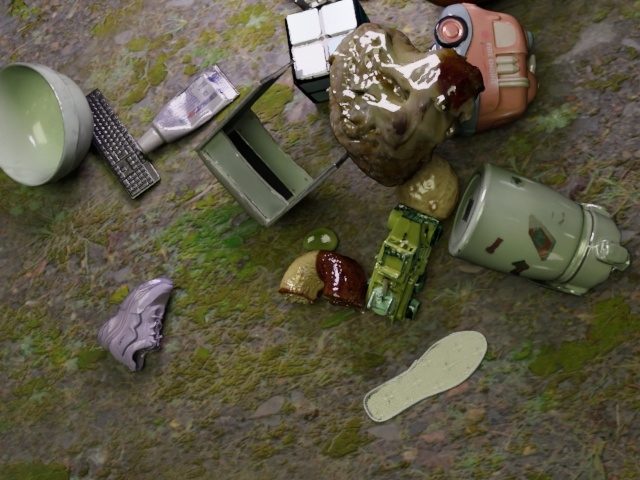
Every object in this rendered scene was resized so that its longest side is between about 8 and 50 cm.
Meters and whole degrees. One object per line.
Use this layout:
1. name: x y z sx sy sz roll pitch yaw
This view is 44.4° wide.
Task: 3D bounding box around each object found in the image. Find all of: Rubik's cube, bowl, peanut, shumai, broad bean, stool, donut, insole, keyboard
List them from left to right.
1. bowl: -0.691 -0.293 1.979 0.307 0.163 0.307 7 103 32
2. keyboard: -0.526 -0.252 2.018 0.101 0.018 0.310 -35 78 -1
3. stool: -0.094 -0.210 1.744 0.244 0.170 0.269 48 128 -6
4. broad bean: 0.000 0.000 1.846 0.083 0.045 0.063 -6 84 7
5. donut: 0.001 0.085 1.782 0.217 0.085 0.141 -2 67 35
6. Rubik's cube: 0.032 -0.434 1.814 0.180 0.183 0.167 -10 82 12
7. shumai: 0.161 -0.284 1.574 0.217 0.283 0.346 -5 92 -23
8. insole: 0.236 0.306 1.766 0.322 0.007 0.109 -33 76 9
9. peanut: 0.241 -0.115 1.757 0.140 0.109 0.159 -35 74 24

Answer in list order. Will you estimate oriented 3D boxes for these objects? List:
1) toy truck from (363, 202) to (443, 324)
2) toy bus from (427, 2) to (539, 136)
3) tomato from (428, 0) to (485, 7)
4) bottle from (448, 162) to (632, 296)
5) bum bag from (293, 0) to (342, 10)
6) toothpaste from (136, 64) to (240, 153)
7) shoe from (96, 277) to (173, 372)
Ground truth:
1. toy truck: 0.171 0.059 1.717 0.128 0.135 0.260 24 109 18
2. toy bus: 0.357 -0.375 1.718 0.232 0.194 0.288 -4 85 5
3. tomato: 0.323 -0.662 1.731 0.303 0.239 0.304 0 82 1
4. bottle: 0.461 -0.012 1.630 0.351 0.229 0.229 18 89 -4
5. bum bag: -0.067 -0.652 1.923 0.326 0.080 0.142 43 88 19
6. toothpaste: -0.342 -0.321 1.972 0.282 0.068 0.099 -39 106 -2
7. shoe: -0.430 0.204 1.919 0.137 0.095 0.245 45 100 12
